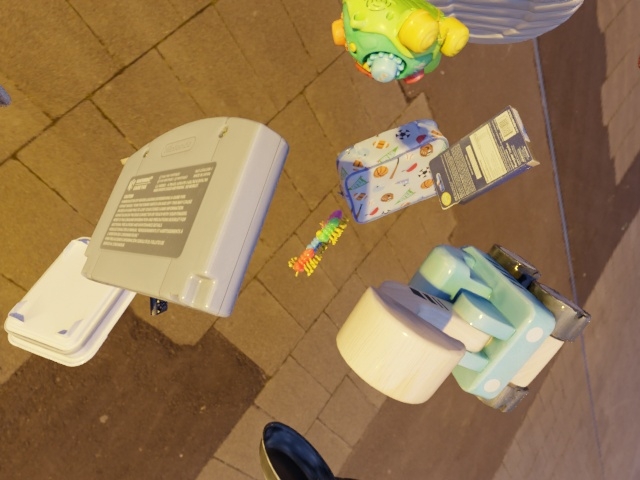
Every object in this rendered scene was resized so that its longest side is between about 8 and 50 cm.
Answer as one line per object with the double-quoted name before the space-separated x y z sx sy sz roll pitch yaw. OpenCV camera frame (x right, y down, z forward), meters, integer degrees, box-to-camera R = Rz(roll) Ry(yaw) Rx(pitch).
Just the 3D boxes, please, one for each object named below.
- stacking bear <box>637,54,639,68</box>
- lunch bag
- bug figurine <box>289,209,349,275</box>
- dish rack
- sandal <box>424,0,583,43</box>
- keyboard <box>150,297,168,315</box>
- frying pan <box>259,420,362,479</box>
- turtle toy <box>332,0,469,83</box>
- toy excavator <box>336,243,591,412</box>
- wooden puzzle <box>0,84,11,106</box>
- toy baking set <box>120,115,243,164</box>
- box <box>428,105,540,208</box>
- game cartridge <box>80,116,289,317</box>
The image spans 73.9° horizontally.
"stacking bear" 0.456 -0.175 0.323 0.289 0.164 0.175 24 85 1
"lunch bag" 0.190 -0.173 1.136 0.304 0.114 0.243 -20 144 3
"bug figurine" 0.000 0.000 1.347 0.072 0.279 0.216 39 108 -2
"dish rack" -0.620 0.128 1.083 0.072 0.286 0.332 74 33 -50
"sandal" 0.168 -0.293 0.384 0.416 0.170 0.102 -7 111 -68
"keyboard" -0.462 0.119 1.203 0.108 0.023 0.180 -15 103 -79
"frying pan" -0.011 0.427 0.794 0.053 0.197 0.326 -46 148 1
"turtle toy" 0.063 -0.164 0.342 0.130 0.095 0.066 -20 152 -46
"toy excavator" 0.205 0.121 0.686 0.446 0.433 0.222 24 109 -17
"wooden puzzle" -0.798 -0.388 0.922 0.044 0.239 0.220 -33 116 -7
"toy baking set" -0.218 -0.173 0.713 0.197 0.256 0.030 -12 108 8
"box" 0.348 -0.173 0.939 0.037 0.225 0.136 5 64 -38
"game cartridge" -0.160 -0.034 0.467 0.062 0.297 0.197 36 67 -40
